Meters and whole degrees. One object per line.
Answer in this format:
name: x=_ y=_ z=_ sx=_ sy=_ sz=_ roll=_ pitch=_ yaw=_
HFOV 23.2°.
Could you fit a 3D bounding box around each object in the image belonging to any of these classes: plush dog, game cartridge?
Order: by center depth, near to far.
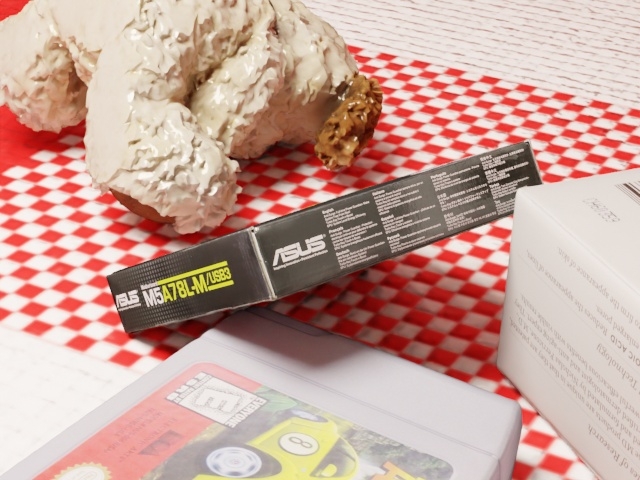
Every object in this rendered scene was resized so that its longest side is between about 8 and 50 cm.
game cartridge: x=-0.035 y=0.132 z=0.727 sx=0.196 sy=0.060 sz=0.294 roll=22 pitch=35 yaw=26
plush dog: x=-0.075 y=-0.132 z=1.094 sx=0.225 sy=0.210 sz=0.262 roll=11 pitch=17 yaw=-45

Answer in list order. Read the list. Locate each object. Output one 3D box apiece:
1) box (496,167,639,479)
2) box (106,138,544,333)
box: x=0.215 y=0.047 z=0.818 sx=0.181 sy=0.119 sz=0.182 roll=-11 pitch=32 yaw=-21
box: x=0.000 y=0.000 z=0.883 sx=0.191 sy=0.045 sz=0.184 roll=-18 pitch=-1 yaw=-31
